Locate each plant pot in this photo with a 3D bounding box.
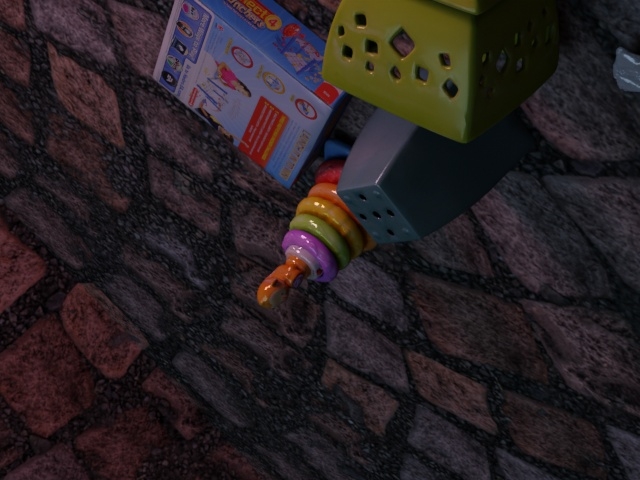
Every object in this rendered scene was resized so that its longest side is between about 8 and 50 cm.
[{"bbox_3d":[0.154,-0.286,1.799,0.228,0.227,0.207,26,135,27],"label":"plant pot"},{"bbox_3d":[0.145,-0.112,2.074,0.165,0.234,0.165,50,153,-20],"label":"plant pot"}]

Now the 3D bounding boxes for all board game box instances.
[{"bbox_3d":[-0.108,-0.262,2.350,0.302,0.086,0.308,39,154,3],"label":"board game box"}]

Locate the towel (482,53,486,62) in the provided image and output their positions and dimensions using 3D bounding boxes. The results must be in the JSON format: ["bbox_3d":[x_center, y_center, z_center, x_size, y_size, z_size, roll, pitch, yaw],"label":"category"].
[{"bbox_3d":[0.143,-0.331,1.984,0.237,0.021,0.102,39,158,2],"label":"towel"}]

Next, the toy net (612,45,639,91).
[{"bbox_3d":[0.433,-0.222,1.736,0.122,0.045,0.232,42,156,-6],"label":"toy net"}]

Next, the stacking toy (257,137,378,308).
[{"bbox_3d":[0.000,0.000,2.367,0.166,0.302,0.175,32,152,19],"label":"stacking toy"}]
